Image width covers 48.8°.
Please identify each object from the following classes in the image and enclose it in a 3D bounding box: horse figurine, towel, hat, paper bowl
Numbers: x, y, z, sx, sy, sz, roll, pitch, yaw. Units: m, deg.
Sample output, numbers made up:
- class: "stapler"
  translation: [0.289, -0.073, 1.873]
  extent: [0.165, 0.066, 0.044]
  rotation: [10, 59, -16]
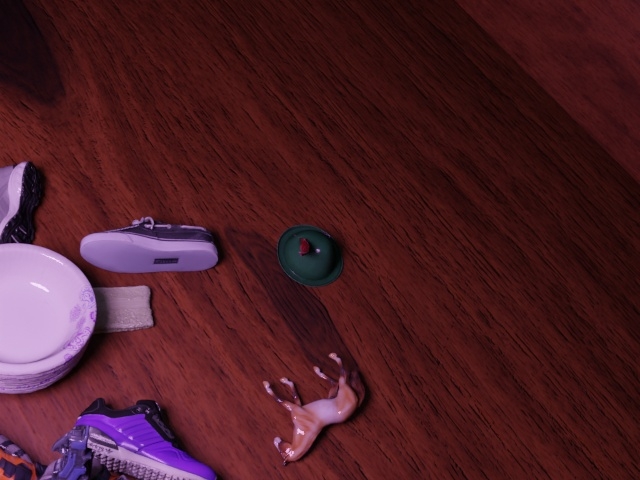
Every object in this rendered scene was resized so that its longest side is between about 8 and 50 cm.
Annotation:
- class: "horse figurine"
  translation: [-0.001, 0.349, 1.520]
  extent: [0.263, 0.066, 0.174]
  rotation: [-17, 58, -27]
- class: "towel"
  translation: [-0.438, 0.147, 1.521]
  extent: [0.148, 0.027, 0.110]
  rotation: [-1, 58, -21]
- class: "hat"
  translation: [0.000, 0.000, 1.688]
  extent: [0.173, 0.183, 0.208]
  rotation: [7, 55, -17]
- class: "paper bowl"
  translation: [-0.589, 0.158, 1.367]
  extent: [0.284, 0.148, 0.284]
  rotation: [15, 49, -18]

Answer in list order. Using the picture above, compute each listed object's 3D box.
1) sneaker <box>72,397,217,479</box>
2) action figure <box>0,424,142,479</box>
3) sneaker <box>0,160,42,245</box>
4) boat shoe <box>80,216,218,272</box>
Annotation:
- class: "sneaker"
  translation: [-0.325, 0.380, 1.351]
  extent: [0.293, 0.102, 0.146]
  rotation: [22, 51, -5]
- class: "action figure"
  translation: [-0.457, 0.388, 1.193]
  extent: [0.330, 0.341, 0.178]
  rotation: [20, 25, -9]
- class: "sneaker"
  translation: [-0.688, -0.049, 1.534]
  extent: [0.108, 0.100, 0.271]
  rotation: [-4, 58, 6]
- class: "boat shoe"
  translation: [-0.384, 0.000, 1.592]
  extent: [0.306, 0.113, 0.105]
  rotation: [0, 50, -24]
